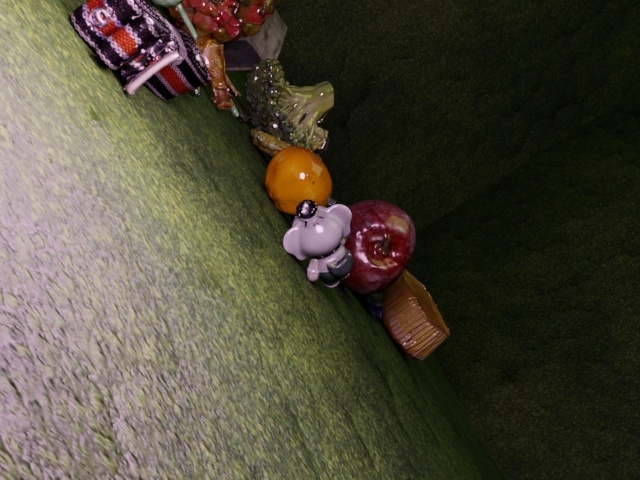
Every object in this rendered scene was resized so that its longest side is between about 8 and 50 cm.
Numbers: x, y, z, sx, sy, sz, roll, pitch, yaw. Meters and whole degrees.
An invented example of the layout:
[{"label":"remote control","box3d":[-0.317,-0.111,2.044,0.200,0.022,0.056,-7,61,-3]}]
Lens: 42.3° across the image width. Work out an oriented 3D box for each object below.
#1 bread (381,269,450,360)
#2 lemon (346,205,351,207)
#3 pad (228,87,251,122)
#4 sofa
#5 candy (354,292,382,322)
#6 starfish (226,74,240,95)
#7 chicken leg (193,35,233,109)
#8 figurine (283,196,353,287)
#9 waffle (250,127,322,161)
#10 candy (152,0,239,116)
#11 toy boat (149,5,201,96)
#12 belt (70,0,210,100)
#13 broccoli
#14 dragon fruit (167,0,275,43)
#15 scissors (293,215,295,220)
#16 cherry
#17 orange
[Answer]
[{"label":"bread","box3d":[0.261,0.224,2.498,0.204,0.156,0.288,41,17,-42]},{"label":"lemon","box3d":[0.097,-0.016,2.365,0.170,0.170,0.207,55,5,-19]},{"label":"pad","box3d":[-0.269,-0.424,2.265,0.233,0.022,0.174,54,6,-11]},{"label":"sofa","box3d":[-0.248,-0.638,2.512,0.210,0.225,0.176,46,53,-56]},{"label":"candy","box3d":[0.118,0.110,2.257,0.275,0.070,0.145,52,27,-46]},{"label":"starfish","box3d":[-0.252,-0.435,2.288,0.092,0.016,0.086,62,6,16]},{"label":"chicken leg","box3d":[-0.249,-0.393,1.908,0.207,0.085,0.101,66,-25,25]},{"label":"figurine","box3d":[0.000,0.000,1.576,0.126,0.147,0.192,41,-22,50]},{"label":"waffle","box3d":[-0.091,-0.232,2.180,0.204,0.054,0.223,21,7,-15]},{"label":"candy","box3d":[-0.307,-0.499,2.043,0.439,0.119,0.119,62,2,-26]},{"label":"toy boat","box3d":[-0.280,-0.352,1.528,0.210,0.052,0.104,60,8,24]},{"label":"belt","box3d":[-0.240,-0.271,1.181,0.126,0.094,0.359,55,4,-2]},{"label":"broccoli","box3d":[-0.101,-0.371,2.476,0.334,0.272,0.323,-143,-121,-86]},{"label":"dragon fruit","box3d":[-0.305,-0.649,2.195,0.314,0.296,0.263,58,39,-20]},{"label":"scissors","box3d":[-0.045,-0.064,2.067,0.191,0.029,0.360,55,5,2]},{"label":"cherry","box3d":[0.114,0.013,2.003,0.203,0.230,0.300,20,0,-11]},{"label":"orange","box3d":[-0.052,-0.125,1.798,0.159,0.136,0.159,51,-15,19]}]
